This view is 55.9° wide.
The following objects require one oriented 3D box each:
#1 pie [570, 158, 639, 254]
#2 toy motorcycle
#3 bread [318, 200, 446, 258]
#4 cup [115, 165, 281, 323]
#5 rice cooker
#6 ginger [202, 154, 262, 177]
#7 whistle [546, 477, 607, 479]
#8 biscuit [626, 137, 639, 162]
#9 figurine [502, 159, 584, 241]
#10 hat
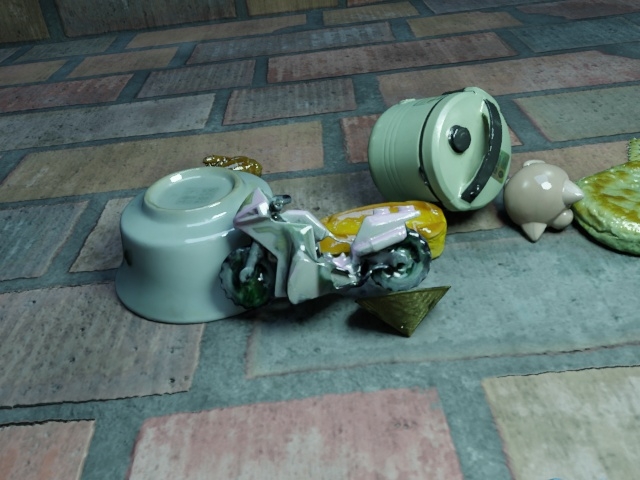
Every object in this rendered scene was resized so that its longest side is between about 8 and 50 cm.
[{"bbox_3d":[0.591,-0.067,1.072,0.303,0.066,0.302,-4,34,2],"label":"pie"},{"bbox_3d":[0.000,0.000,0.922,0.327,0.187,0.143,-7,4,5],"label":"toy motorcycle"},{"bbox_3d":[0.098,-0.004,1.048,0.246,0.094,0.102,-9,38,-3],"label":"bread"},{"bbox_3d":[-0.211,-0.025,1.074,0.348,0.163,0.347,-6,32,4],"label":"cup"},{"bbox_3d":[0.227,-0.163,1.119,0.226,0.225,0.244,-28,17,-29],"label":"rice cooker"},{"bbox_3d":[-0.218,-0.153,1.353,0.162,0.073,0.103,-22,35,-20],"label":"ginger"},{"bbox_3d":[0.144,0.295,0.603,0.305,0.062,0.062,-11,33,-7],"label":"whistle"},{"bbox_3d":[0.718,-0.177,1.261,0.144,0.016,0.203,8,36,22],"label":"biscuit"},{"bbox_3d":[0.393,-0.078,1.083,0.125,0.125,0.138,-14,43,-10],"label":"figurine"},{"bbox_3d":[0.127,0.110,0.896,0.146,0.067,0.146,-8,-9,-1],"label":"hat"}]
